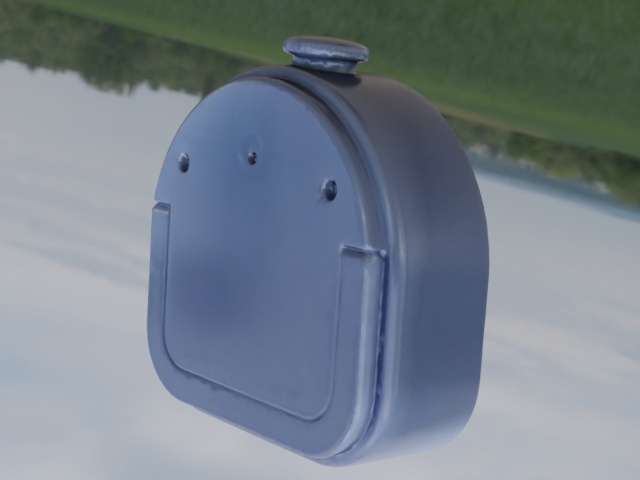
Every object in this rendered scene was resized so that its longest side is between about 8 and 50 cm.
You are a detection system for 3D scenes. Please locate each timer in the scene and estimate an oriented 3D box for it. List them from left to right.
[{"bbox_3d":[0.000,0.000,1.266,0.173,0.395,0.395,-1,-166,-37],"label":"timer"}]
